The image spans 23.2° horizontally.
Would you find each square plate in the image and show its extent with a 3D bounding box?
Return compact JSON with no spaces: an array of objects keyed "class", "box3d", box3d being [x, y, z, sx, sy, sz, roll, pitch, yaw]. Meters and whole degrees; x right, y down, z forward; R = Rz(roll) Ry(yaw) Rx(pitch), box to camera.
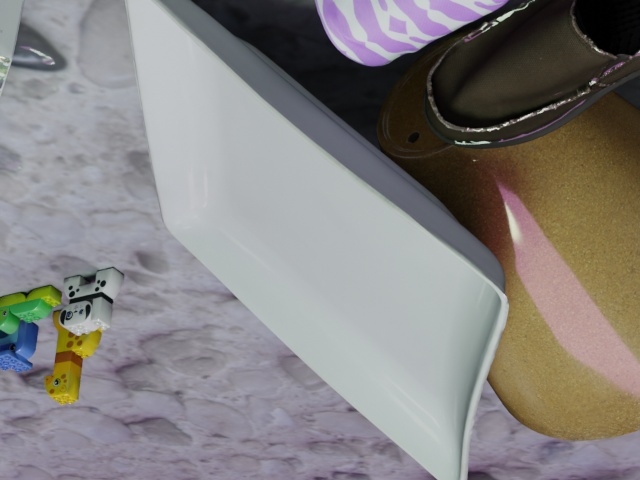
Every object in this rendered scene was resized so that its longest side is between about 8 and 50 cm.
[{"class":"square plate","box3d":[0.000,0.000,1.128,0.347,0.049,0.344,41,158,20]}]

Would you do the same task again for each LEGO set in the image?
[{"class":"LEGO set","box3d":[-0.271,0.105,1.475,0.227,0.093,0.087,-13,148,26]}]

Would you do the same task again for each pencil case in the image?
[{"class":"pencil case","box3d":[0.092,-0.177,0.954,0.206,0.086,0.088,-20,168,37]}]

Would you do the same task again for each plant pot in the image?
[{"class":"plant pot","box3d":[0.156,-0.024,1.110,0.237,0.237,0.254,-19,131,34]}]

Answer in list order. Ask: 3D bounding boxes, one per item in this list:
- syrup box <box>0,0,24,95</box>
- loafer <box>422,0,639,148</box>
[{"class":"syrup box","box3d":[-0.271,-0.110,1.080,0.093,0.096,0.237,13,150,-15]},{"class":"loafer","box3d":[0.153,-0.126,0.938,0.220,0.080,0.078,-25,161,20]}]
